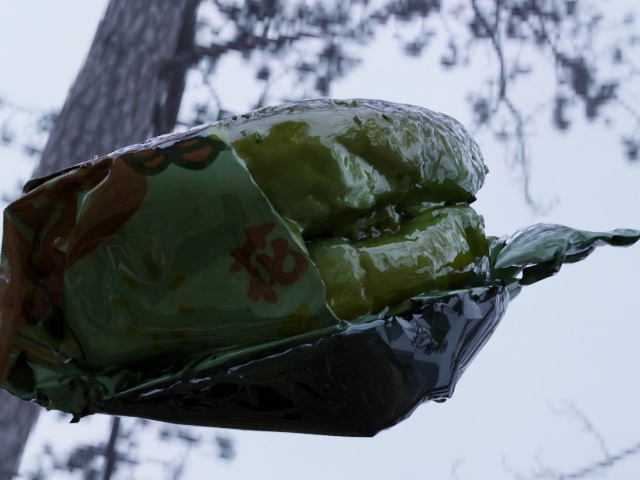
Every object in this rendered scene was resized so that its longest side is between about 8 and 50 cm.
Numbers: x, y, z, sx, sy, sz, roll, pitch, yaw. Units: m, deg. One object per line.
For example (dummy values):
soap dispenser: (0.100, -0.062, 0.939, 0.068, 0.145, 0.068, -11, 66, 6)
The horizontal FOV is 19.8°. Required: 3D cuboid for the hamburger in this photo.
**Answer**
hamburger: (0.003, 0.001, 0.733, 0.235, 0.214, 0.125, -14, -83, 25)
